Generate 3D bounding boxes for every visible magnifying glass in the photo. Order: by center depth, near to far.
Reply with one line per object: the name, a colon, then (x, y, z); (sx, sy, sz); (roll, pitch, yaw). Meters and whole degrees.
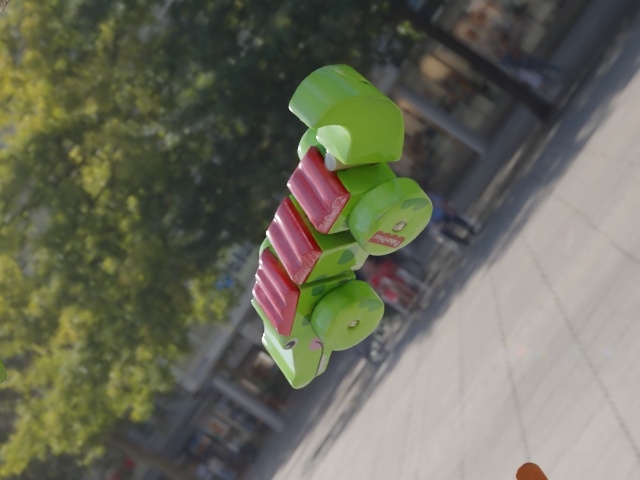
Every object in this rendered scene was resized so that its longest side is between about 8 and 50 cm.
magnifying glass: (0.199, 0.231, 1.056); (0.026, 0.092, 0.231); (-36, -36, 3)

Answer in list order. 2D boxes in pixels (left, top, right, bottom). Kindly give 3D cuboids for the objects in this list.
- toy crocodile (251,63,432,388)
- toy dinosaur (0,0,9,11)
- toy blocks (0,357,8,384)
toy crocodile: (0.000, 0.000, 1.081); (0.105, 0.115, 0.341); (-15, -35, -30)
toy dinosaur: (-0.136, -0.203, 0.676); (0.268, 0.064, 0.118); (-38, 25, 35)
toy blocks: (-0.246, 0.232, 0.438); (0.381, 0.261, 0.190); (-23, 4, -22)
